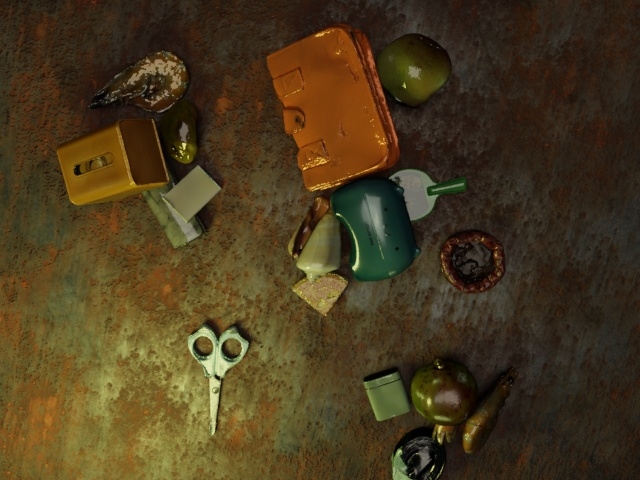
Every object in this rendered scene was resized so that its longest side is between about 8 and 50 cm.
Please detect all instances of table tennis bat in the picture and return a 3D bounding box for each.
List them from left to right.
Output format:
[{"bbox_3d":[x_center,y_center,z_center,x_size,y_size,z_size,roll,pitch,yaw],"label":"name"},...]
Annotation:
[{"bbox_3d":[0.306,-0.143,1.707,0.257,0.039,0.160,-12,97,7],"label":"table tennis bat"}]

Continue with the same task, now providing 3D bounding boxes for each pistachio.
[{"bbox_3d":[-0.416,-0.323,1.698,0.110,0.100,0.189,1,97,-1],"label":"pistachio"}]

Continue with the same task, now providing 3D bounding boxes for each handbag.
[{"bbox_3d":[0.033,-0.367,1.617,0.303,0.116,0.410,-16,94,27],"label":"handbag"}]

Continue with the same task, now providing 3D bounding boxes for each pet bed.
[{"bbox_3d":[0.452,0.063,1.708,0.201,0.053,0.201,0,99,0],"label":"pet bed"}]

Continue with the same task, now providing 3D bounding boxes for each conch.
[{"bbox_3d":[0.003,0.006,1.711,0.158,0.127,0.255,14,71,26],"label":"conch"}]

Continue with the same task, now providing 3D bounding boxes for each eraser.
[{"bbox_3d":[-0.380,-0.138,1.714,0.104,0.023,0.150,46,69,-9],"label":"eraser"}]

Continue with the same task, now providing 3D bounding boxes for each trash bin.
[{"bbox_3d":[0.203,0.466,1.754,0.116,0.059,0.130,-19,95,5],"label":"trash bin"}]

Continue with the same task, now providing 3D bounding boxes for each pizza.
[{"bbox_3d":[0.000,0.158,1.744,0.175,0.046,0.134,2,94,3],"label":"pizza"}]

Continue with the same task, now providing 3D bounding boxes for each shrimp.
[{"bbox_3d":[-0.535,-0.443,1.716,0.317,0.062,0.164,-27,96,3],"label":"shrimp"},{"bbox_3d":[0.514,0.514,1.726,0.287,0.063,0.152,-51,132,-14],"label":"shrimp"}]

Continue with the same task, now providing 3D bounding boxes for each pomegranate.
[{"bbox_3d":[0.352,0.468,1.677,0.198,0.198,0.246,24,95,1],"label":"pomegranate"}]

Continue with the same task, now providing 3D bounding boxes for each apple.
[{"bbox_3d":[0.258,-0.482,1.619,0.207,0.174,0.188,-43,94,-10],"label":"apple"}]

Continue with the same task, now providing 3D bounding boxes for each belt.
[{"bbox_3d":[0.295,0.671,1.758,0.151,0.078,0.198,29,97,-1],"label":"belt"}]

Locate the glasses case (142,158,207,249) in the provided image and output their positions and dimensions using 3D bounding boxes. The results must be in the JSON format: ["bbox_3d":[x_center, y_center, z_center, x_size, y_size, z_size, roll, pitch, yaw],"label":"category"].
[{"bbox_3d":[-0.464,-0.126,1.739,0.114,0.060,0.299,-30,93,5],"label":"glasses case"}]

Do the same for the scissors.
[{"bbox_3d":[-0.327,0.437,1.797,0.191,0.029,0.360,5,95,2],"label":"scissors"}]

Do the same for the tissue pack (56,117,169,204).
[{"bbox_3d":[-0.594,-0.219,1.647,0.274,0.145,0.194,-12,97,32],"label":"tissue pack"}]

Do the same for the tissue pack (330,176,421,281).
[{"bbox_3d":[0.163,-0.039,1.637,0.206,0.198,0.287,-14,98,11],"label":"tissue pack"}]
